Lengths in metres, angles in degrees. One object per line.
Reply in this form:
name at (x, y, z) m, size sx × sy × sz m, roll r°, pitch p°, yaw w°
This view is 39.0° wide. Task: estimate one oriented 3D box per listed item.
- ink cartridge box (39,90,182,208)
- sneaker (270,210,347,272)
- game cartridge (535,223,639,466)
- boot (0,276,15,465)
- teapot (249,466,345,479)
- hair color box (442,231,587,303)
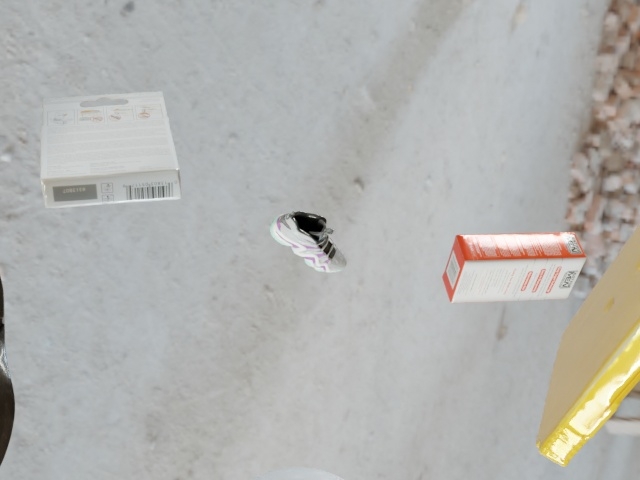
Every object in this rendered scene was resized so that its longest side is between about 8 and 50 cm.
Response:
ink cartridge box at (-0.309, -0.136, 1.322) m, size 0.232 × 0.189 × 0.066 m, roll -114°, pitch -158°, yaw -54°
sneaker at (0.000, 0.000, 0.962) m, size 0.098 × 0.069 × 0.038 m, roll 29°, pitch 63°, yaw -22°
game cartridge at (0.374, 0.091, 1.101) m, size 0.285 × 0.053 × 0.323 m, roll -53°, pitch 169°, yaw -54°
boot at (-0.407, 0.177, 1.020) m, size 0.096 × 0.280 × 0.264 m, roll -3°, pitch 72°, yaw -24°
teapot at (-0.015, 0.380, 1.051) m, size 0.256 × 0.252 × 0.187 m, roll -32°, pitch 169°, yaw -21°
hair color box at (0.214, 0.030, 1.007) m, size 0.072 × 0.141 × 0.043 m, roll 101°, pitch -16°, yaw -44°
